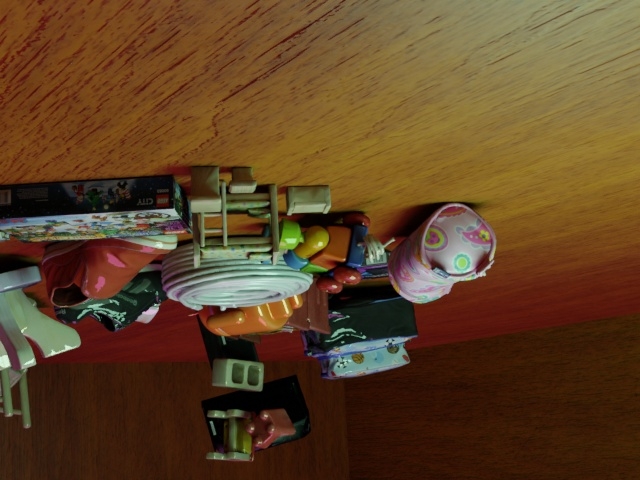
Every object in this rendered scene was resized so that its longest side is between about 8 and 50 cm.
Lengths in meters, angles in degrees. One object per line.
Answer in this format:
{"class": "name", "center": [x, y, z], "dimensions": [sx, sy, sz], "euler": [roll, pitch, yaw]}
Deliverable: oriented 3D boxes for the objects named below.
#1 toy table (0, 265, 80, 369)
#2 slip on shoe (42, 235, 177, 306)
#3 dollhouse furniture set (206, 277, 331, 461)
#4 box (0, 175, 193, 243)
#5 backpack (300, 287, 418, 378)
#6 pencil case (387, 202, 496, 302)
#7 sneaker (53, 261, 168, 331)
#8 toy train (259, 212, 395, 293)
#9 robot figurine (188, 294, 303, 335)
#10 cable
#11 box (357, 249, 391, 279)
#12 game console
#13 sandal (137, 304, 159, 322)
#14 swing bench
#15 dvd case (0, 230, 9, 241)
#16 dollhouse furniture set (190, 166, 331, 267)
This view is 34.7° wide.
{"class": "toy table", "center": [-0.562, 0.149, 1.790], "dimensions": [0.252, 0.160, 0.274], "euler": [-17, -179, -18]}
{"class": "slip on shoe", "center": [-0.323, 0.038, 1.561], "dimensions": [0.123, 0.101, 0.331], "euler": [8, 163, -41]}
{"class": "dollhouse furniture set", "center": [-0.103, 0.261, 2.089], "dimensions": [0.201, 0.374, 0.152], "euler": [-9, 164, 35]}
{"class": "box", "center": [-0.291, -0.037, 1.322], "dimensions": [0.233, 0.044, 0.159], "euler": [-3, 169, 1]}
{"class": "backpack", "center": [0.076, 0.206, 2.334], "dimensions": [0.277, 0.213, 0.263], "euler": [-3, 180, -18]}
{"class": "pencil case", "center": [0.185, 0.028, 1.604], "dimensions": [0.124, 0.124, 0.284], "euler": [-2, 170, -8]}
{"class": "sneaker", "center": [-0.345, 0.104, 1.832], "dimensions": [0.283, 0.124, 0.107], "euler": [3, 168, -33]}
{"class": "toy train", "center": [0.000, 0.000, 1.500], "dimensions": [0.143, 0.105, 0.248], "euler": [13, 165, -14]}
{"class": "robot figurine", "center": [-0.143, 0.116, 1.956], "dimensions": [0.219, 0.158, 0.128], "euler": [-10, 145, 30]}
{"class": "cable", "center": [-0.141, 0.055, 1.743], "dimensions": [0.257, 0.089, 0.257], "euler": [-7, 168, 15]}
{"class": "box", "center": [0.097, 0.048, 1.934], "dimensions": [0.116, 0.029, 0.162], "euler": [-7, 170, 21]}
{"class": "game console", "center": [-0.166, 0.278, 2.210], "dimensions": [0.213, 0.361, 0.044], "euler": [-13, 156, -13]}
{"class": "sandal", "center": [-0.341, 0.130, 2.102], "dimensions": [0.265, 0.076, 0.102], "euler": [1, 168, -24]}
{"class": "swing bench", "center": [-0.690, 0.253, 2.183], "dimensions": [0.165, 0.254, 0.253], "euler": [9, 163, -3]}
{"class": "dvd case", "center": [-0.528, -0.007, 1.489], "dimensions": [0.087, 0.013, 0.119], "euler": [-10, 168, 32]}
{"class": "dollhouse furniture set", "center": [-0.071, -0.027, 1.289], "dimensions": [0.182, 0.101, 0.161], "euler": [-2, 169, -7]}
